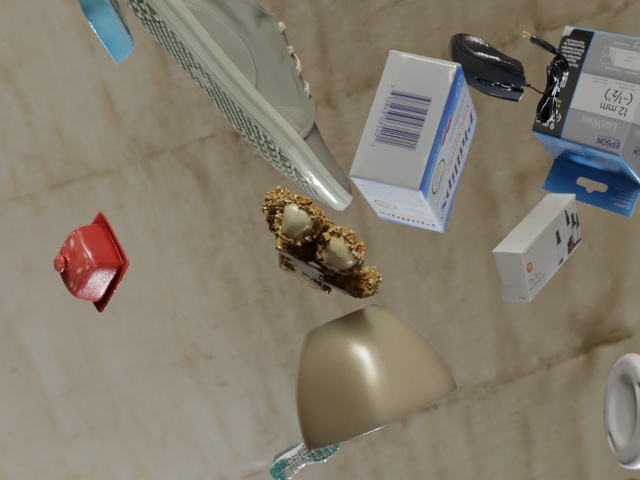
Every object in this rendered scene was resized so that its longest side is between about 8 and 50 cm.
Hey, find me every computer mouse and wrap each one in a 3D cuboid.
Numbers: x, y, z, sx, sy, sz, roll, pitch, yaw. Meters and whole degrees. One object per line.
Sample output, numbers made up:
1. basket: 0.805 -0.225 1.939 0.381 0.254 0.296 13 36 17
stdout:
1. computer mouse: 0.349 -0.335 2.033 0.262 0.060 0.184 36 -32 18

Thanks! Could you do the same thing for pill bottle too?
1. pill bottle: 0.428 0.188 1.135 0.124 0.221 0.124 -175 -90 -84

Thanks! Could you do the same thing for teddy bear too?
1. teddy bear: 0.000 0.000 1.810 0.245 0.113 0.338 28 -12 17

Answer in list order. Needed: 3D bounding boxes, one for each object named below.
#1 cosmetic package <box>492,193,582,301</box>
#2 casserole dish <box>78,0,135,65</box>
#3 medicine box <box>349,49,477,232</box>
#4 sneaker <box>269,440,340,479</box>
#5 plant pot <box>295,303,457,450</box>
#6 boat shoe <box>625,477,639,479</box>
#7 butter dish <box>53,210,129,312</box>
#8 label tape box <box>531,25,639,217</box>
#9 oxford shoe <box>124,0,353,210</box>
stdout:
1. cosmetic package: 0.388 0.009 1.878 0.060 0.239 0.099 1 -63 38
2. casserole dish: -0.286 -0.306 1.387 0.188 0.037 0.114 67 -1 -72
3. medicine box: 0.191 -0.187 2.091 0.289 0.149 0.263 44 62 -68
4. sneaker: -0.036 0.452 2.291 0.076 0.166 0.065 -113 177 -76
5. plant pot: 0.072 0.220 1.847 0.284 0.284 0.191 129 -60 -81
6. boat shoe: 0.600 0.537 1.808 0.104 0.089 0.285 -45 -122 34
7. butter dish: -0.476 0.044 2.125 0.160 0.118 0.160 56 -52 30
8. label tape box: 0.574 -0.250 2.194 0.249 0.115 0.348 27 -79 51
9. oxford shoe: -0.076 -0.208 1.368 0.449 0.130 0.169 50 -13 -31
